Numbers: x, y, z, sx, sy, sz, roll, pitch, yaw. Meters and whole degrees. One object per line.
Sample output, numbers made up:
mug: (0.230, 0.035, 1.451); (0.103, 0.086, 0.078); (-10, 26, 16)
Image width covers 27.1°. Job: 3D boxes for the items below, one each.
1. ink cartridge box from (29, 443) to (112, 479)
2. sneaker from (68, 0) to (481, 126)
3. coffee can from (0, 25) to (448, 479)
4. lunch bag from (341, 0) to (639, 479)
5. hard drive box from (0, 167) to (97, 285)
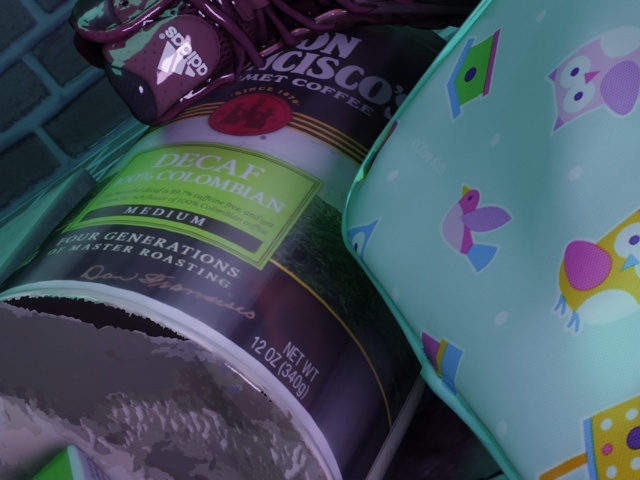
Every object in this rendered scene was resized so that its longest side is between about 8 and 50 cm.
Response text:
ink cartridge box: (-0.116, 0.128, 0.473); (0.097, 0.255, 0.189); (-41, 15, -6)
sneaker: (-0.010, -0.106, 0.595); (0.281, 0.106, 0.162); (0, 38, 48)
coffee can: (-0.031, 0.027, 0.675); (0.202, 0.201, 0.275); (-27, 20, 39)
lunch bag: (0.135, -0.016, 0.424); (0.224, 0.108, 0.279); (-51, 30, 9)
hard drive box: (-0.238, 0.068, 0.948); (0.181, 0.089, 0.232); (-34, 16, 22)
